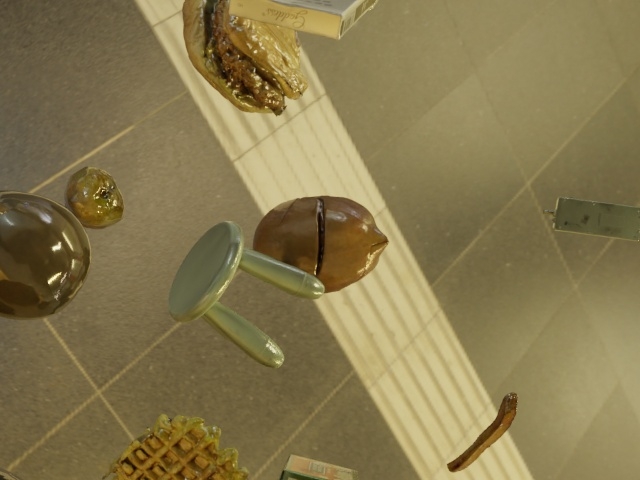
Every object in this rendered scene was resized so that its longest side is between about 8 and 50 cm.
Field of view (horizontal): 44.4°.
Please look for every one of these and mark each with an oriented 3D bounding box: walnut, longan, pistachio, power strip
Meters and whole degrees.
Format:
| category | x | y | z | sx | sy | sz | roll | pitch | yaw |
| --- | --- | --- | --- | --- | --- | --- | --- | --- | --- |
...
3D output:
| category | x | y | z | sx | sy | sz | roll | pitch | yaw |
| --- | --- | --- | --- | --- | --- | --- | --- | --- | --- |
| walnut | 0.000 | 0.000 | 1.565 | 0.203 | 0.297 | 0.203 | 19 | 68 | -58 |
| longan | -0.377 | 0.017 | 0.994 | 0.189 | 0.189 | 0.189 | 3 | 85 | -37 |
| pistachio | -0.398 | -0.075 | 1.377 | 0.100 | 0.189 | 0.110 | -7 | 88 | -17 |
| power strip | 0.380 | -0.032 | 1.095 | 0.019 | 0.136 | 0.051 | -13 | 110 | -80 |

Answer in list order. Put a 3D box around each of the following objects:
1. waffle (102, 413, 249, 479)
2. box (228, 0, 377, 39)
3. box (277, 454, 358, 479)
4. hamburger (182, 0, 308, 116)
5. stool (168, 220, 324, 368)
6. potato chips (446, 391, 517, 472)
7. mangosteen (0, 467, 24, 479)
| category | x | y | z | sx | sy | sz | roll | pitch | yaw |
| --- | --- | --- | --- | --- | --- | --- | --- | --- | --- |
| waffle | -0.253 | 0.426 | 1.395 | 0.060 | 0.280 | 0.263 | -32 | 124 | -68 |
| box | -0.007 | -0.246 | 0.786 | 0.198 | 0.109 | 0.029 | -61 | 164 | -59 |
| box | -0.020 | 0.494 | 1.398 | 0.148 | 0.195 | 0.178 | 13 | 83 | 3 |
| hamburger | -0.140 | -0.362 | 1.434 | 0.259 | 0.144 | 0.283 | 47 | 22 | -37 |
| stool | -0.137 | 0.096 | 1.381 | 0.198 | 0.195 | 0.195 | 35 | 82 | -24 |
| potato chips | 0.237 | 0.293 | 1.154 | 0.026 | 0.204 | 0.037 | 8 | 44 | -16 |
| mangosteen | -0.405 | 0.396 | 0.858 | 0.313 | 0.297 | 0.297 | 31 | 67 | -6 |
